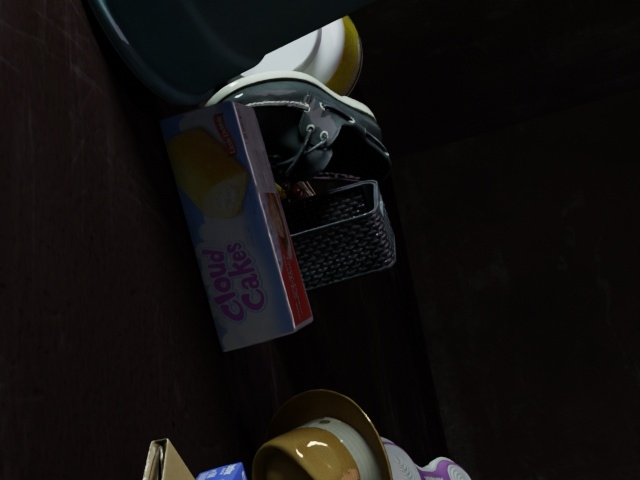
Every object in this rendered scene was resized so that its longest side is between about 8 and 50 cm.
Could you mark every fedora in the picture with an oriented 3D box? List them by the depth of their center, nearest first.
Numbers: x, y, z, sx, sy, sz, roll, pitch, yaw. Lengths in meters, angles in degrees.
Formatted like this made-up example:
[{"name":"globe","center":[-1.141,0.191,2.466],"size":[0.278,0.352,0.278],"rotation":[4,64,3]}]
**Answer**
[{"name":"fedora","center":[-0.012,0.249,1.673],"size":[0.079,0.194,0.194],"rotation":[-7,79,-45]}]

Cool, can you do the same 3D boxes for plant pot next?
[{"name":"plant pot","center":[-0.047,-0.350,1.660],"size":[0.341,0.334,0.341],"rotation":[-18,90,-72]}]

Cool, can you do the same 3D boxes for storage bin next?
[{"name":"storage bin","center":[0.000,0.000,2.068],"size":[0.122,0.180,0.084],"rotation":[-87,160,-68]}]

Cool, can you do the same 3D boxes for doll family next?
[{"name":"doll family","center":[-0.062,-0.096,2.210],"size":[0.111,0.076,0.193],"rotation":[52,19,-15]}]

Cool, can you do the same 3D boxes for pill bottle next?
[{"name":"pill bottle","center":[-0.049,-0.276,2.254],"size":[0.334,0.188,0.187],"rotation":[2,72,-82]}]

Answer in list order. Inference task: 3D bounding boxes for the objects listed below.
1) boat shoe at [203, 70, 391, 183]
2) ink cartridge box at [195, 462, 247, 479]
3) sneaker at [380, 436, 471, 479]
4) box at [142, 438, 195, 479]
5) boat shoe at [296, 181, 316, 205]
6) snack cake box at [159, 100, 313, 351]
[{"name":"boat shoe","center":[-0.018,-0.127,2.074],"size":[0.340,0.127,0.113],"rotation":[15,39,-59]},{"name":"ink cartridge box","center":[-0.068,0.313,1.442],"size":[0.097,0.046,0.207],"rotation":[-48,121,-82]},{"name":"sneaker","center":[0.094,0.366,2.269],"size":[0.305,0.152,0.114],"rotation":[26,38,-48]},{"name":"box","center":[-0.097,0.282,1.270],"size":[0.164,0.021,0.201],"rotation":[-86,156,-48]},{"name":"boat shoe","center":[-0.046,-0.113,2.496],"size":[0.049,0.043,0.137],"rotation":[-84,156,-65]},{"name":"snack cake box","center":[-0.091,-0.018,1.796],"size":[0.152,0.089,0.264],"rotation":[-10,84,-84]}]
